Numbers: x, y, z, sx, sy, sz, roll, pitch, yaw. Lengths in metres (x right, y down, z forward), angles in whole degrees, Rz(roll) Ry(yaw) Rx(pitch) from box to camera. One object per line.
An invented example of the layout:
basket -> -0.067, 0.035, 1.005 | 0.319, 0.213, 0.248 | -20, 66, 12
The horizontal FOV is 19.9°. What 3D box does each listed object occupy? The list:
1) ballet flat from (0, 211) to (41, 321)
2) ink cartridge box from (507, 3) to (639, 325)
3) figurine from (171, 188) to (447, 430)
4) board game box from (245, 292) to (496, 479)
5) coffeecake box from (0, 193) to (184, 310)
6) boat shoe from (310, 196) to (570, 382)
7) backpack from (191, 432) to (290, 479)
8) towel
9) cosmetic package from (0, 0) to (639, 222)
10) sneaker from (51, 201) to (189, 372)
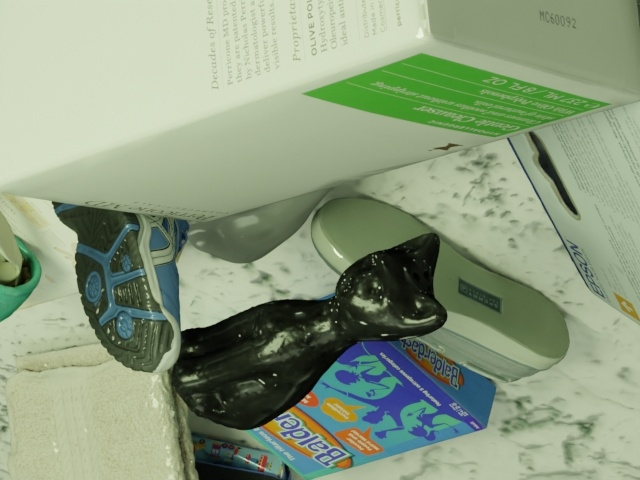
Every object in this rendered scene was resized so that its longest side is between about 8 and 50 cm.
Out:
ballet flat -> -0.293, -0.024, 1.327 | 0.087, 0.083, 0.247 | -31, 134, 18
ink cartridge box -> 0.241, -0.015, 1.165 | 0.330, 0.071, 0.324 | 42, 168, 49
figurine -> 0.000, 0.000, 1.258 | 0.209, 0.214, 0.092 | -26, 144, 36
board game box -> 0.015, 0.121, 1.525 | 0.210, 0.047, 0.160 | -22, 127, 41
coffeecake box -> -0.211, -0.029, 1.414 | 0.185, 0.068, 0.142 | -16, 130, 35
boat shoe -> 0.079, 0.048, 1.386 | 0.227, 0.079, 0.081 | 28, 137, -18
backpack -> -0.102, 0.277, 1.705 | 0.158, 0.117, 0.173 | 9, 141, 10
towel -> -0.183, 0.227, 1.594 | 0.187, 0.049, 0.282 | -12, 88, 33
cosmetic package -> -0.018, -0.125, 1.075 | 0.197, 0.155, 0.366 | 7, 163, -44
sneaker -> -0.122, 0.001, 1.248 | 0.081, 0.211, 0.080 | 11, 134, -35
